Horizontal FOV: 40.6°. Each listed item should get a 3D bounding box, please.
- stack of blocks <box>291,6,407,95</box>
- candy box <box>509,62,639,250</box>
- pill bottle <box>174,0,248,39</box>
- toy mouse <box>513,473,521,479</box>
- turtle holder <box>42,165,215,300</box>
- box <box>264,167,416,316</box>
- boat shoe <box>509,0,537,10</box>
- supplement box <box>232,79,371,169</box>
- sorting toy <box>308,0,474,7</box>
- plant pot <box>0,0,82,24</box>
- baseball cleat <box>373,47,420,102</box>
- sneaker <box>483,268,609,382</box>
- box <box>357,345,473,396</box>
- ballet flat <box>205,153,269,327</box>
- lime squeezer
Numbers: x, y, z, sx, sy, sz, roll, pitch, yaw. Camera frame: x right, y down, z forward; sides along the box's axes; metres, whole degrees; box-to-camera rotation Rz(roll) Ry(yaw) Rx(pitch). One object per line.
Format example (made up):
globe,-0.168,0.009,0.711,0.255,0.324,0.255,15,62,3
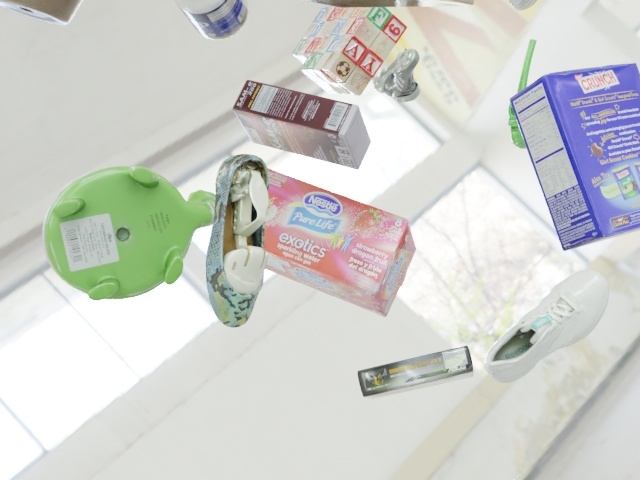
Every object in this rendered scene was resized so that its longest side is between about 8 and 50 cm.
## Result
stack of blocks,0.041,-0.404,1.827,0.171,0.087,0.297,-56,24,-3
candy box,0.534,-0.165,1.651,0.268,0.317,0.122,-12,-9,-31
pill bottle,-0.201,-0.436,1.511,0.112,0.112,0.186,-46,-15,0
toy mouse,0.309,0.480,1.470,0.161,0.143,0.031,-46,-16,1
turtle holder,-0.354,-0.037,1.597,0.320,0.243,0.227,-44,18,-14
box,0.000,0.000,1.275,0.123,0.256,0.128,-64,-19,-14
boat shoe,0.317,-0.431,1.312,0.063,0.066,0.184,-21,-31,-31
supplement box,-0.034,-0.221,1.652,0.073,0.239,0.130,-65,-24,-18
sorting toy,0.017,-0.352,1.067,0.255,0.257,0.089,-2,-78,-40
plant pot,-0.482,-0.509,1.509,0.263,0.263,0.229,8,-82,-76
baseball cleat,0.203,-0.384,2.024,0.072,0.109,0.206,-67,16,-14
sneaker,0.314,0.117,1.198,0.212,0.080,0.094,-43,-26,2
box,0.203,0.278,1.805,0.231,0.056,0.183,-14,-14,7
ballet flat,-0.083,-0.004,0.917,0.070,0.188,0.070,-2,-9,0
lime squeezer,0.456,-0.269,1.873,0.110,0.310,0.059,-20,19,-8
